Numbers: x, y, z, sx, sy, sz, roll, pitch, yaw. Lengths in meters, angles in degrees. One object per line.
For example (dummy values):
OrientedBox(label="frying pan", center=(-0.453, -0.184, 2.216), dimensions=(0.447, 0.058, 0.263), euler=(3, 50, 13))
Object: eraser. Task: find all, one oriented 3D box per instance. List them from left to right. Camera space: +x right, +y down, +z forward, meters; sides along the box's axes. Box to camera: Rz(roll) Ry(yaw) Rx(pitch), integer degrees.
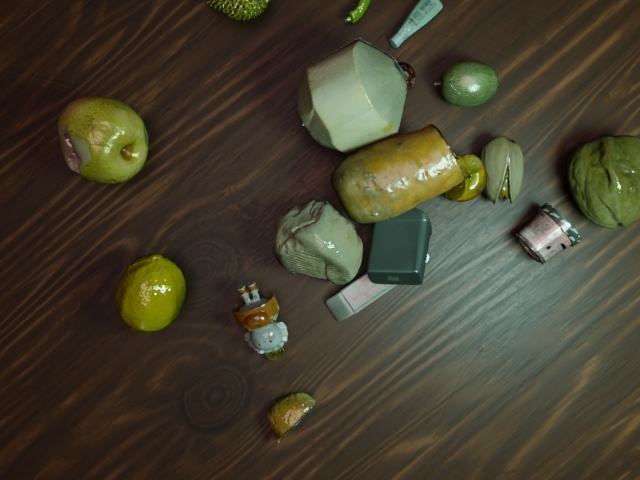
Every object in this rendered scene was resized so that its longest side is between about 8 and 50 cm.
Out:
OrientedBox(label="eraser", center=(0.178, 0.123, 1.738), dimensions=(0.352, 0.061, 0.089), euler=(-34, 89, 1))

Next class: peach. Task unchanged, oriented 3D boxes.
OrientedBox(label="peach", center=(0.435, -0.175, 1.683), dimensions=(0.118, 0.151, 0.151), euler=(37, 91, -38))

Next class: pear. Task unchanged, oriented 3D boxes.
OrientedBox(label="pear", center=(-0.649, -0.300, 1.663), dimensions=(0.271, 0.271, 0.271), euler=(0, 90, 1))

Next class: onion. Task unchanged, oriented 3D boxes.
OrientedBox(label="onion", center=(0.242, -0.494, 1.723), dimensions=(0.107, 0.097, 0.107), euler=(-15, 58, 26))

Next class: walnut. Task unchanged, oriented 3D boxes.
OrientedBox(label="walnut", center=(0.848, -0.173, 1.637), dimensions=(0.227, 0.283, 0.283), euler=(-12, 90, 30))

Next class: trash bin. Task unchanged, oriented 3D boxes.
OrientedBox(label="trash bin", center=(0.234, 0.010, 1.664), dimensions=(0.176, 0.101, 0.236), euler=(0, 58, 20))

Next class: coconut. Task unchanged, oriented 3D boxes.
OrientedBox(label="coconut", center=(0.098, -0.410, 1.608), dimensions=(0.323, 0.323, 0.323), euler=(0, 90, 1))

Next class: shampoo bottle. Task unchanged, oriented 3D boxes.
OrientedBox(label="shampoo bottle", center=(0.291, -0.678, 1.742), dimensions=(0.069, 0.041, 0.191), euler=(43, 91, -5))

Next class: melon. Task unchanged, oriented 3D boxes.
OrientedBox(label="melon", center=(0.439, -0.473, 1.692), dimensions=(0.192, 0.139, 0.139), euler=(1, 90, 1))

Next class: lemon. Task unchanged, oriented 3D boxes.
OrientedBox(label="lemon", center=(-0.509, 0.161, 1.683), dimensions=(0.204, 0.204, 0.260), euler=(17, 104, 1))

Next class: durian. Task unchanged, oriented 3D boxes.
OrientedBox(label="durian", center=(-0.245, -0.751, 1.715), dimensions=(0.193, 0.138, 0.237), euler=(-47, 48, 0))

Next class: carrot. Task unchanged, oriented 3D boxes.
OrientedBox(label="carrot", center=(0.209, -0.185, 1.599), dimensions=(0.340, 0.224, 0.224), euler=(-26, 90, 8))

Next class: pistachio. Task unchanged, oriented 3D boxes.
OrientedBox(label="pistachio", center=(0.550, -0.211, 1.696), dimensions=(0.129, 0.131, 0.206), euler=(-4, 95, 9))

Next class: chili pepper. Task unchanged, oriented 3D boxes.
OrientedBox(label="chili pepper", center=(0.136, -0.763, 1.749), dimensions=(0.049, 0.043, 0.208), euler=(22, 85, 26))

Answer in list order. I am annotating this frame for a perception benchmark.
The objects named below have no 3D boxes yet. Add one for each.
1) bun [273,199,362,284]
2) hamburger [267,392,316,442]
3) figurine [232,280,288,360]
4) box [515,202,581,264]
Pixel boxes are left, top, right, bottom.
OrientedBox(label="bun", center=(-0.002, -0.007, 1.664), dimensions=(0.281, 0.281, 0.205), euler=(13, 65, 1))
OrientedBox(label="hamburger", center=(-0.105, 0.532, 1.732), dimensions=(0.102, 0.087, 0.176), euler=(43, 93, -1))
OrientedBox(label="figurine", center=(-0.180, 0.250, 1.722), dimensions=(0.143, 0.143, 0.271), euler=(-21, 123, 1))
OrientedBox(label="box", center=(0.677, -0.013, 1.687), dimensions=(0.135, 0.151, 0.151), euler=(-43, 89, 8))
